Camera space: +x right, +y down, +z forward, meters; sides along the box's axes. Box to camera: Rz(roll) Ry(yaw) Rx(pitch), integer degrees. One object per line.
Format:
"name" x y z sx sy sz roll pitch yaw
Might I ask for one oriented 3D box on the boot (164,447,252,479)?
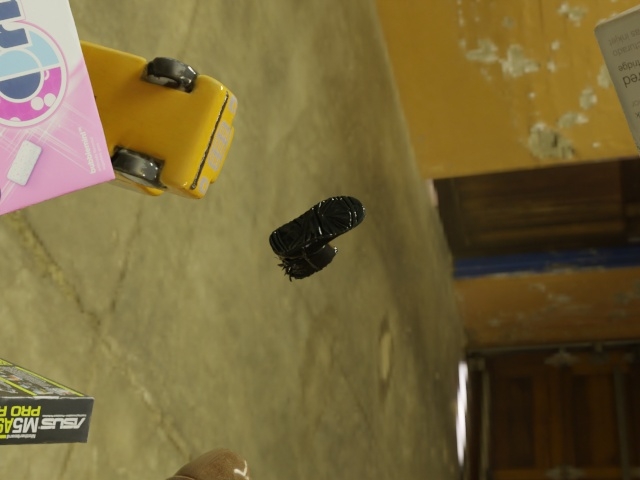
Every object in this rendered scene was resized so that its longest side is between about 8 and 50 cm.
"boot" -0.094 0.359 1.015 0.115 0.112 0.305 -37 126 -58

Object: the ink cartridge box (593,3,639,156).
"ink cartridge box" 0.385 -0.076 0.779 0.131 0.226 0.306 -27 98 -38

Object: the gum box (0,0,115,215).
"gum box" -0.219 -0.116 0.653 0.107 0.062 0.188 -22 109 -33

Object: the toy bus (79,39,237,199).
"toy bus" -0.238 -0.125 0.922 0.130 0.332 0.108 50 58 -73

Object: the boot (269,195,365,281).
"boot" 0.001 0.000 1.129 0.099 0.121 0.045 60 5 -66

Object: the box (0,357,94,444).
"box" -0.444 0.189 1.208 0.216 0.270 0.060 11 89 -47
